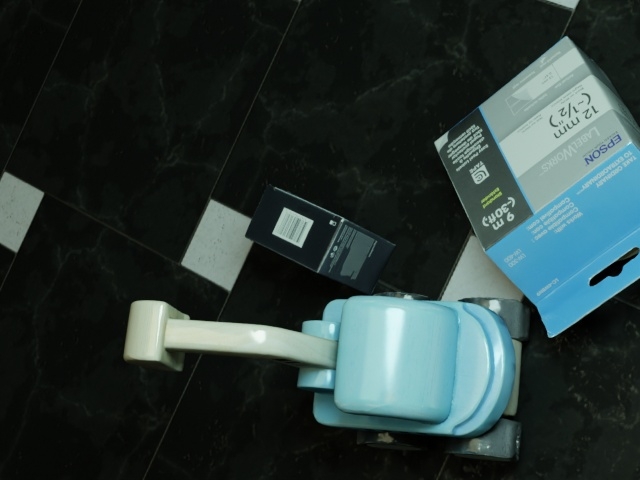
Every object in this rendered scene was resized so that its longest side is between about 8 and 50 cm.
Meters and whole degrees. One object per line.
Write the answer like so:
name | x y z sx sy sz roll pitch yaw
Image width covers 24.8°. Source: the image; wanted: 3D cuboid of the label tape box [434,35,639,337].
label tape box | 0.326 -0.077 1.978 0.249 0.115 0.348 -38 42 19

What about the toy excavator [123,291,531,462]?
toy excavator | 0.021 0.152 1.960 0.433 0.445 0.222 0 76 33

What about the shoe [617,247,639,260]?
shoe | 0.435 -0.013 1.972 0.219 0.058 0.076 -25 56 27

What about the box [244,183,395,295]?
box | 0.000 0.000 2.192 0.156 0.158 0.093 26 91 36
